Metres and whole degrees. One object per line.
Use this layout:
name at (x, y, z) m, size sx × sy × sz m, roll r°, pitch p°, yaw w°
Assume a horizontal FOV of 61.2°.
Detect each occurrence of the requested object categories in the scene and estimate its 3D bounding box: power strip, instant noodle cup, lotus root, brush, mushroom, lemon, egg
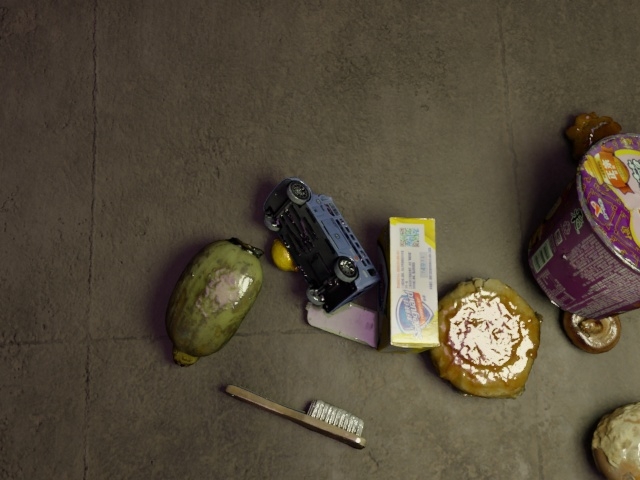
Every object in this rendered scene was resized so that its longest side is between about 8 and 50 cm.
power strip at (0.075, 0.184, 1.215) m, size 0.226 × 0.029 × 0.080 m, roll 19°, pitch 78°, yaw 5°
instant noodle cup at (0.597, -0.001, 1.076) m, size 0.339 × 0.266 × 0.340 m, roll 4°, pitch 60°, yaw -7°
lotus root at (-0.234, 0.139, 1.173) m, size 0.173 × 0.173 × 0.309 m, roll 29°, pitch 90°, yaw 6°
brush at (-0.050, 0.365, 1.179) m, size 0.327 × 0.070 × 0.065 m, roll 19°, pitch 64°, yaw 6°
mushroom at (0.587, 0.184, 1.175) m, size 0.109 × 0.085 × 0.126 m, roll -18°, pitch 82°, yaw -29°
lemon at (-0.079, 0.035, 1.226) m, size 0.065 × 0.065 × 0.092 m, roll -36°, pitch 80°, yaw -4°
egg at (0.668, 0.422, 1.083) m, size 0.233 × 0.195 × 0.195 m, roll 7°, pitch 81°, yaw -7°

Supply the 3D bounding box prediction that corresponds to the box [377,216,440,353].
box at (0.179, 0.100, 1.141) m, size 0.097 × 0.168 × 0.265 m, roll 3°, pitch 75°, yaw -3°

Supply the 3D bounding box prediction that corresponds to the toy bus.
toy bus at (0.000, 0.000, 1.178) m, size 0.125 × 0.133 × 0.292 m, roll -44°, pitch 71°, yaw 39°

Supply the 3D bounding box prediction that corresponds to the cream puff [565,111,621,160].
cream puff at (0.620, -0.233, 1.237) m, size 0.122 × 0.094 × 0.116 m, roll 38°, pitch 87°, yaw -17°

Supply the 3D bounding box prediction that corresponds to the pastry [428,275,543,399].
pastry at (0.343, 0.209, 1.162) m, size 0.235 × 0.121 × 0.257 m, roll 18°, pitch 84°, yaw 8°
